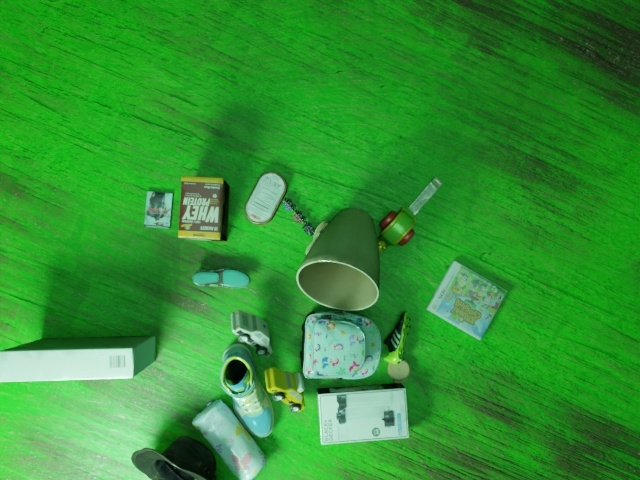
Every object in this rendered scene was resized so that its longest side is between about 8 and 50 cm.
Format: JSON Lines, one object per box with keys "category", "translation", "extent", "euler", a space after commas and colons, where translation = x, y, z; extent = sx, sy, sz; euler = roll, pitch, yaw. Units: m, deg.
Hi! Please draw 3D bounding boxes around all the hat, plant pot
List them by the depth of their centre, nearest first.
{"category": "hat", "translation": [-0.417, 0.707, 1.820], "extent": [0.331, 0.331, 0.134], "euler": [31, 50, -2]}
{"category": "plant pot", "translation": [0.083, 0.039, 1.831], "extent": [0.256, 0.256, 0.274], "euler": [19, 52, -2]}

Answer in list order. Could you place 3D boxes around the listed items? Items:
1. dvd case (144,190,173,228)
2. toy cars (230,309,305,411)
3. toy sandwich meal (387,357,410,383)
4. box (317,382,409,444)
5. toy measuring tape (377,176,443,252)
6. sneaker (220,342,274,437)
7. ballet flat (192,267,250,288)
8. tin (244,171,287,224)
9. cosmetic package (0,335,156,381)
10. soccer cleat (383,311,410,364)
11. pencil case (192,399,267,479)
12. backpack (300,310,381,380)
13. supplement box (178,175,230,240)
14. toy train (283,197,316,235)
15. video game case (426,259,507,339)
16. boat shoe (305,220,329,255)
{"category": "dvd case", "translation": [-0.538, -0.102, 1.926], "extent": [0.087, 0.013, 0.120], "euler": [5, 89, -3]}
{"category": "toy cars", "translation": [-0.146, 0.376, 1.843], "extent": [0.087, 0.176, 0.394], "euler": [-31, 90, 14]}
{"category": "toy sandwich meal", "translation": [0.266, 0.435, 1.943], "extent": [0.085, 0.029, 0.086], "euler": [-1, 82, 6]}
{"category": "box", "translation": [0.136, 0.568, 1.902], "extent": [0.289, 0.087, 0.169], "euler": [-2, 88, -3]}
{"category": "toy measuring tape", "translation": [0.296, -0.086, 1.916], "extent": [0.121, 0.121, 0.330], "euler": [43, 87, -1]}
{"category": "sneaker", "translation": [-0.237, 0.494, 1.826], "extent": [0.127, 0.208, 0.319], "euler": [-23, 90, -4]}
{"category": "ballet flat", "translation": [-0.324, 0.123, 1.906], "extent": [0.188, 0.070, 0.070], "euler": [6, 88, -7]}
{"category": "tin", "translation": [-0.184, -0.142, 1.934], "extent": [0.106, 0.040, 0.190], "euler": [27, 87, 2]}
{"category": "cosmetic package", "translation": [-0.724, 0.355, 1.769], "extent": [0.377, 0.284, 0.098], "euler": [-1, 90, -2]}
{"category": "soccer cleat", "translation": [0.253, 0.322, 1.931], "extent": [0.072, 0.060, 0.179], "euler": [8, 77, 29]}
{"category": "pencil case", "translation": [-0.294, 0.649, 1.867], "extent": [0.124, 0.113, 0.273], "euler": [-40, 90, 7]}
{"category": "backpack", "translation": [0.071, 0.338, 1.864], "extent": [0.253, 0.191, 0.225], "euler": [4, 87, -8]}
{"category": "supplement box", "translation": [-0.367, -0.096, 1.843], "extent": [0.129, 0.194, 0.192], "euler": [3, 88, -3]}
{"category": "toy train", "translation": [-0.075, -0.079, 1.942], "extent": [0.036, 0.027, 0.158], "euler": [-40, 91, 8]}
{"category": "video game case", "translation": [0.496, 0.202, 1.962], "extent": [0.212, 0.023, 0.193], "euler": [30, 87, -2]}
{"category": "boat shoe", "translation": [0.000, 0.000, 1.925], "extent": [0.050, 0.045, 0.135], "euler": [23, 94, -37]}
